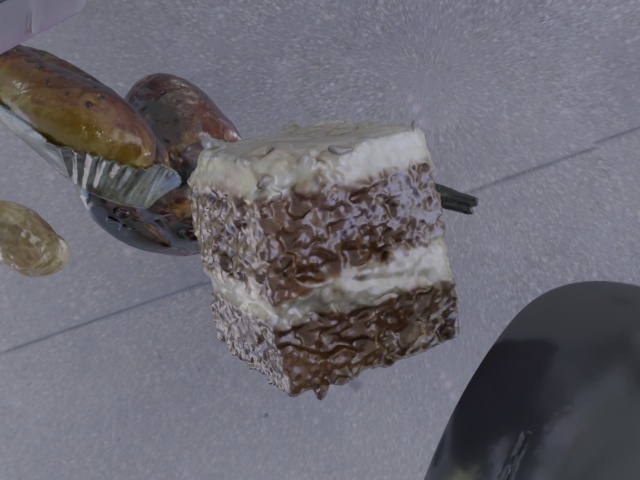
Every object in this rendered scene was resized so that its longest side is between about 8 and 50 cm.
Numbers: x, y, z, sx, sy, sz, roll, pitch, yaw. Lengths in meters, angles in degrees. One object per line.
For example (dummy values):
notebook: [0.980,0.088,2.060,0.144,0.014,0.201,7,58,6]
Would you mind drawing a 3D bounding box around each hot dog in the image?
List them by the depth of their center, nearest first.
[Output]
hot dog: [-0.233,-0.121,0.662,0.270,0.163,0.081,35,93,22]

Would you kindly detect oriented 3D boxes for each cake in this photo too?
cake: [0.000,0.000,0.470,0.135,0.135,0.147,-15,109,-28]

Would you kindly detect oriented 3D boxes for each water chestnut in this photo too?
water chestnut: [-0.237,-0.113,1.151,0.289,0.244,0.289,4,136,4]

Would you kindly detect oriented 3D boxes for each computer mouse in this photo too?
computer mouse: [0.116,0.120,0.380,0.057,0.120,0.232,37,77,-32]

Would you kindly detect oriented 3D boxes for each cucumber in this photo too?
cucumber: [0.168,-0.070,1.086,0.135,0.034,0.033,21,97,11]

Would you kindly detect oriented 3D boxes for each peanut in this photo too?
peanut: [-0.423,-0.006,0.927,0.228,0.085,0.104,6,126,16]

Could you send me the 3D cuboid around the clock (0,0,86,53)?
clock: [-0.233,-0.147,0.367,0.197,0.063,0.150,-42,94,-28]
